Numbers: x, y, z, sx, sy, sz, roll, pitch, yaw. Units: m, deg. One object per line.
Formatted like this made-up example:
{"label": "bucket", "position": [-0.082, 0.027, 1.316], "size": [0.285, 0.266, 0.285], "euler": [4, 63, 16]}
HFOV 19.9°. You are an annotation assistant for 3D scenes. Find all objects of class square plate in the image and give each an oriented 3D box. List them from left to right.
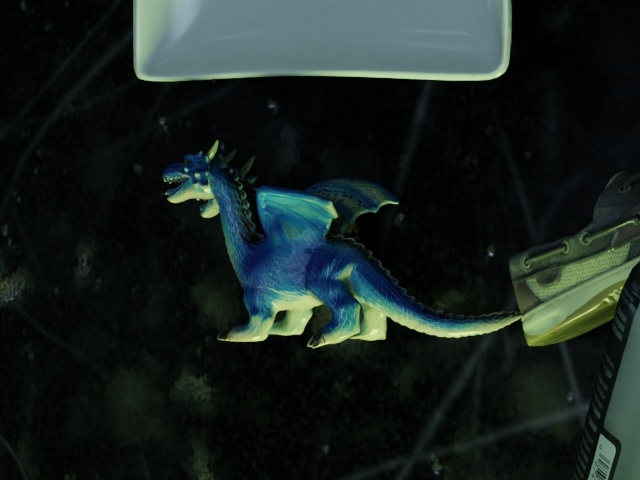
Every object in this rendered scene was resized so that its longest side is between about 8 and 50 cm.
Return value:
{"label": "square plate", "position": [0.003, -0.285, 1.298], "size": [0.347, 0.049, 0.344], "euler": [4, 94, 39]}

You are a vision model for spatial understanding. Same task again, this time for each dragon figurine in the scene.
{"label": "dragon figurine", "position": [0.000, 0.000, 1.287], "size": [0.289, 0.085, 0.144], "euler": [2, 93, 41]}

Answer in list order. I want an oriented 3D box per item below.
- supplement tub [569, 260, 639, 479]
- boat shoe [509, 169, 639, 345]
{"label": "supplement tub", "position": [0.231, 0.190, 1.026], "size": [0.207, 0.207, 0.338], "euler": [22, 106, 37]}
{"label": "boat shoe", "position": [0.199, -0.009, 1.127], "size": [0.223, 0.080, 0.073], "euler": [-38, 74, 39]}
